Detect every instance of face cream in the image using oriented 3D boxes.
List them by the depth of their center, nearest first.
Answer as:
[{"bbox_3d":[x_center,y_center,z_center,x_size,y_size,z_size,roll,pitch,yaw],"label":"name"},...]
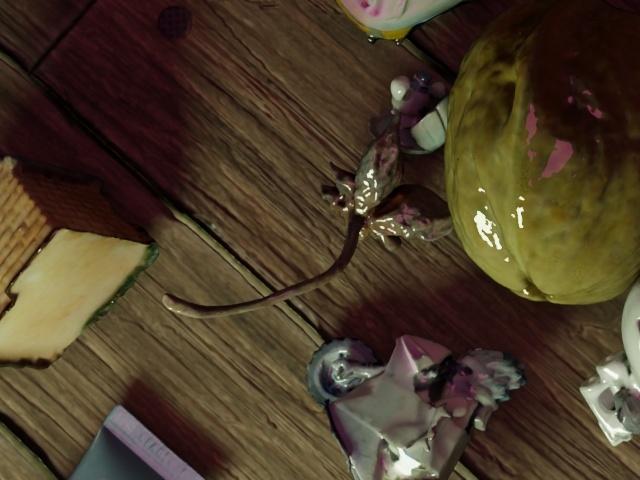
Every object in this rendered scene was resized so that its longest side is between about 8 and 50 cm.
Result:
[{"bbox_3d":[-0.271,0.349,1.267,0.135,0.086,0.385,39,85,9],"label":"face cream"}]

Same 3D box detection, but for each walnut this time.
[{"bbox_3d":[0.223,-0.082,1.176,0.227,0.283,0.283,8,84,36],"label":"walnut"}]

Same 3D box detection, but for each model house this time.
[{"bbox_3d":[-0.296,0.005,1.281,0.183,0.166,0.172,-49,65,15],"label":"model house"}]

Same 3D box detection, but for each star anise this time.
[{"bbox_3d":[0.000,0.000,1.203,0.218,0.148,0.227,15,48,19],"label":"star anise"}]

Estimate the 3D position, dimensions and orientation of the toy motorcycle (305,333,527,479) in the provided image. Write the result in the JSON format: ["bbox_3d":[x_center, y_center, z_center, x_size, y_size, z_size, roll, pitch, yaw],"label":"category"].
[{"bbox_3d":[0.110,0.177,1.223,0.204,0.108,0.239,-24,82,4],"label":"toy motorcycle"}]

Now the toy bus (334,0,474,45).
[{"bbox_3d":[0.170,-0.344,1.248,0.386,0.162,0.171,-28,82,4],"label":"toy bus"}]

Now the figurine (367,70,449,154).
[{"bbox_3d":[0.097,-0.128,1.266,0.082,0.086,0.094,37,49,16],"label":"figurine"}]

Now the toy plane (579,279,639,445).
[{"bbox_3d":[0.358,0.135,1.168,0.252,0.118,0.252,12,120,21],"label":"toy plane"}]
